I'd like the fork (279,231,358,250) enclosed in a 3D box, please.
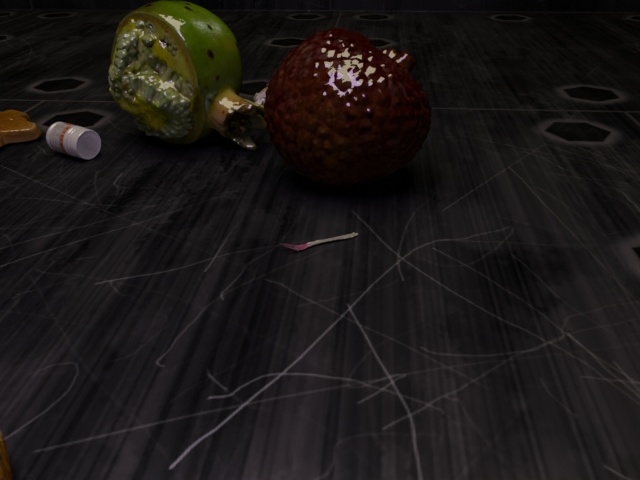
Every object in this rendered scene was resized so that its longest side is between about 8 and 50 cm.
[{"bbox_3d":[0.000,0.001,0.804,0.115,0.012,0.016,-9,35,-24],"label":"fork"}]

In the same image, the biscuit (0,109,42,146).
[{"bbox_3d":[-0.679,-0.207,1.149,0.212,0.041,0.238,19,34,21],"label":"biscuit"}]

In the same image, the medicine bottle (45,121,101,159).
[{"bbox_3d":[-0.456,-0.185,1.087,0.089,0.057,0.057,18,35,28],"label":"medicine bottle"}]

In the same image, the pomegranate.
[{"bbox_3d":[-0.242,-0.294,1.104,0.340,0.260,0.260,35,36,1],"label":"pomegranate"}]

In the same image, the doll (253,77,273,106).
[{"bbox_3d":[-0.104,-0.309,1.270,0.073,0.084,0.127,19,28,31],"label":"doll"}]

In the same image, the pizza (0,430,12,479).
[{"bbox_3d":[-0.288,0.234,0.332,0.257,0.087,0.268,-19,35,-36],"label":"pizza"}]

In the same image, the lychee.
[{"bbox_3d":[0.045,-0.203,0.939,0.260,0.261,0.261,0,30,0],"label":"lychee"}]
